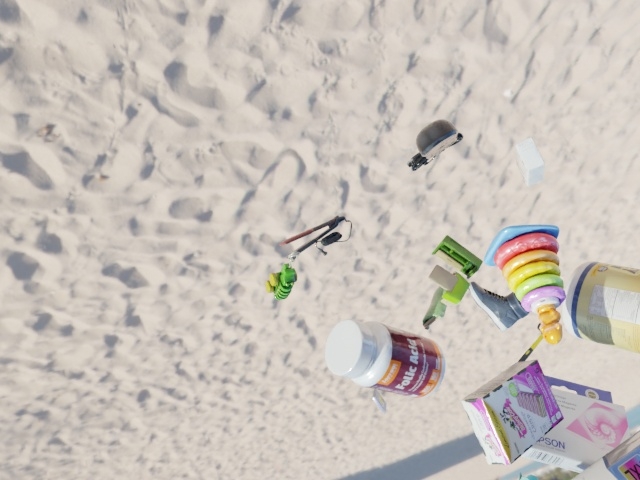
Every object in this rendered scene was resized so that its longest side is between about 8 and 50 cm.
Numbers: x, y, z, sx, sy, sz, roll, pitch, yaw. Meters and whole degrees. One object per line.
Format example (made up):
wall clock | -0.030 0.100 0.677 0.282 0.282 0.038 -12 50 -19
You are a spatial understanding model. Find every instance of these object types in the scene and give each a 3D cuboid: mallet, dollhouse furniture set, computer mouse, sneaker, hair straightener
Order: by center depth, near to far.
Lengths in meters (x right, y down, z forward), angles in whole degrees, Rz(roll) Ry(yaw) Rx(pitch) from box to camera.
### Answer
hair straightener | 0.000 0.000 1.596 0.230 0.089 0.047 -27 -174 -28
computer mouse | 0.323 -0.289 1.643 0.188 0.072 0.272 -33 174 9
mallet | 0.694 0.349 1.840 0.190 0.062 0.039 -55 137 -6
dollhouse furniture set | 0.401 0.154 1.979 0.197 0.151 0.301 -52 173 -27
sneaker | 0.640 0.196 2.011 0.163 0.226 0.086 -40 -169 24

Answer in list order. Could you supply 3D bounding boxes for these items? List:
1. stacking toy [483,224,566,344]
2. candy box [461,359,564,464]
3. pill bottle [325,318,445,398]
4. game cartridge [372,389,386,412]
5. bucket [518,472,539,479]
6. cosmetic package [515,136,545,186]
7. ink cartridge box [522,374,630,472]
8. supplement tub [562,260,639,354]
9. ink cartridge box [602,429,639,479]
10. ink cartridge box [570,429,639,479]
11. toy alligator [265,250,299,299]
stacking toy | 0.536 0.116 1.406 0.165 0.302 0.175 0 143 -9
candy box | 0.457 0.400 1.348 0.233 0.159 0.071 -20 174 -35
pill bottle | 0.224 0.405 1.970 0.392 0.224 0.224 21 131 -33
game cartridge | 0.227 0.616 2.183 0.017 0.083 0.056 -28 -164 24
bucket | 0.418 0.492 0.861 0.281 0.183 0.281 18 168 4
cosmetic package | 0.694 -0.255 1.895 0.060 0.099 0.239 -27 164 14
ink cartridge box | 0.768 0.542 1.742 0.324 0.330 0.071 14 133 3
supplement tub | 0.848 0.189 1.533 0.228 0.228 0.316 5 -175 -42
ink cartridge box | 0.807 0.524 1.109 0.270 0.395 0.151 -43 159 12
ink cartridge box | 0.888 0.659 1.470 0.395 0.285 0.166 -47 -173 18
toy alligator | -0.075 0.087 1.230 0.056 0.051 0.190 -9 156 -26
